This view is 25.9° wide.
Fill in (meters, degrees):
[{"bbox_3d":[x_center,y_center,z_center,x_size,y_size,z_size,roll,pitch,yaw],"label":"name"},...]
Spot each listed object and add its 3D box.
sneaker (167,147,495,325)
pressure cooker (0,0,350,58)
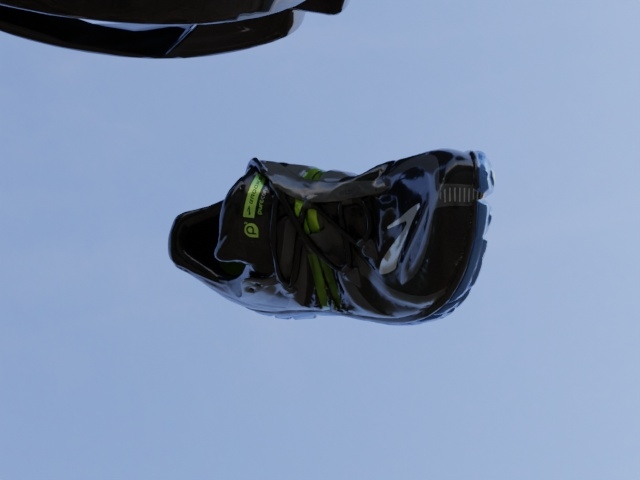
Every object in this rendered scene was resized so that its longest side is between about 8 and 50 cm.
[{"bbox_3d":[0.000,0.000,0.587,0.078,0.188,0.067,17,-107,-36],"label":"sneaker"},{"bbox_3d":[-0.131,-0.318,0.886,0.376,0.370,0.420,-18,-48,-43],"label":"pressure cooker"}]
